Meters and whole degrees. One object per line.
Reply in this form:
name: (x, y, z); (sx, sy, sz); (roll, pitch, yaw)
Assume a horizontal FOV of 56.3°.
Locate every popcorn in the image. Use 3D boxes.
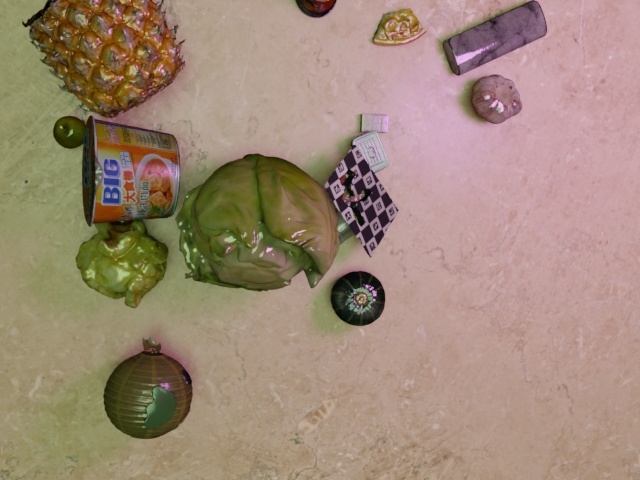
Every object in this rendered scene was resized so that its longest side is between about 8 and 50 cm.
popcorn: (-0.542, 0.059, 1.646); (0.255, 0.195, 0.255); (-3, 95, 10)

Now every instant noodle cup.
instant noodle cup: (-0.004, -0.682, 1.627); (0.127, 0.136, 0.127); (-1, 100, -8)
instant noodle cup: (-0.499, -0.177, 1.569); (0.213, 0.296, 0.297); (-1, 100, -27)

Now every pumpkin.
pumpkin: (0.113, 0.173, 1.799); (0.167, 0.125, 0.167); (0, 98, -3)

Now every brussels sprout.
brussels sprout: (-0.160, -0.060, 1.597); (0.424, 0.342, 0.361); (0, 64, 7)

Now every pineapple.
pineapple: (-0.510, -0.486, 1.487); (0.352, 0.352, 0.300); (-36, 110, -1)

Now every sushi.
sushi: (0.106, -0.113, 1.717); (0.280, 0.043, 0.193); (52, 58, -32)

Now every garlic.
garlic: (0.515, -0.418, 1.775); (0.159, 0.102, 0.148); (2, 86, -21)

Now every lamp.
lamp: (-0.486, 0.412, 1.695); (0.250, 0.250, 0.285); (3, 91, -9)

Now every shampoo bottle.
shampoo bottle: (0.000, 0.000, 1.769); (0.303, 0.092, 0.092); (-34, 103, -2)

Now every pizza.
pizza: (0.226, -0.615, 1.726); (0.159, 0.036, 0.099); (-12, 101, -7)

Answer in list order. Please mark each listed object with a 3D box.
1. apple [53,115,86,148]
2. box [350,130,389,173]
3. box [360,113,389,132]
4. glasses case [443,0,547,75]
apple: (-0.680, -0.295, 1.620); (0.089, 0.074, 0.090); (-1, 84, 5)
box: (0.140, -0.258, 1.758); (0.084, 0.069, 0.123); (-24, 103, -6)
box: (0.160, -0.346, 1.768); (0.083, 0.024, 0.053); (0, 100, -7)
glasses case: (0.516, -0.597, 1.762); (0.299, 0.060, 0.114); (-26, 102, -4)
